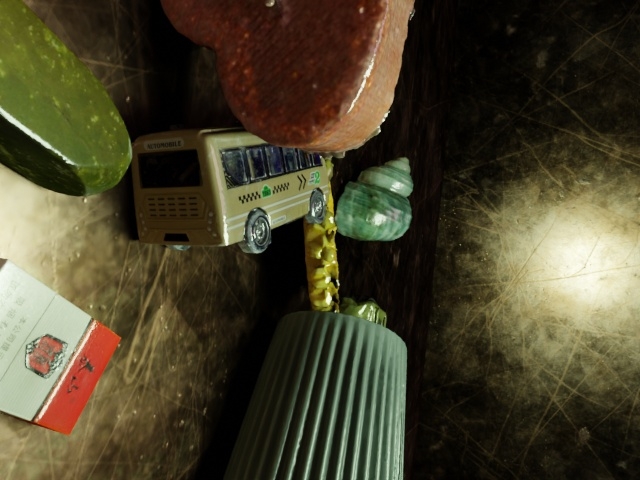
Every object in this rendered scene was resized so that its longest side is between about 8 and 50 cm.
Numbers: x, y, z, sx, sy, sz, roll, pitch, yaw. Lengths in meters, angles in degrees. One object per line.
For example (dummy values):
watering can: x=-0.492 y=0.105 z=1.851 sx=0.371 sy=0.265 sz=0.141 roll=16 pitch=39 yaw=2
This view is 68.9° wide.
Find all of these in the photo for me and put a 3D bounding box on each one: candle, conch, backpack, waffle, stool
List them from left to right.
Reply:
candle: x=-0.018 y=-0.262 z=0.489 sx=0.316 sy=0.287 sz=0.131 roll=58 pitch=21 yaw=7
waffle: x=-0.001 y=-0.011 z=0.877 sx=0.329 sy=0.062 sz=0.328 roll=177 pitch=-90 yaw=-90
stool: x=0.005 y=0.317 z=0.798 sx=0.297 sy=0.298 sz=0.329 roll=62 pitch=34 yaw=-54
backpack: x=0.091 y=0.243 z=1.175 sx=0.253 sy=0.140 sz=0.206 roll=44 pitch=54 yaw=-71
conch: x=0.151 y=-0.102 z=1.206 sx=0.220 sy=0.195 sz=0.277 roll=44 pitch=78 yaw=-29

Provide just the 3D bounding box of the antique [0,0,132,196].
antique: x=-0.232 y=-0.114 z=0.350 sx=0.221 sy=0.080 sz=0.081 roll=52 pitch=46 yaw=-59

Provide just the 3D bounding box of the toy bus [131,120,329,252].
toy bus: x=-0.100 y=-0.081 z=0.617 sx=0.290 sy=0.140 sz=0.157 roll=-28 pitch=117 yaw=-60

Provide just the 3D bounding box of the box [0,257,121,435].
box: x=-0.253 y=0.095 z=0.400 sx=0.152 sy=0.048 sz=0.100 roll=63 pitch=40 yaw=-50
